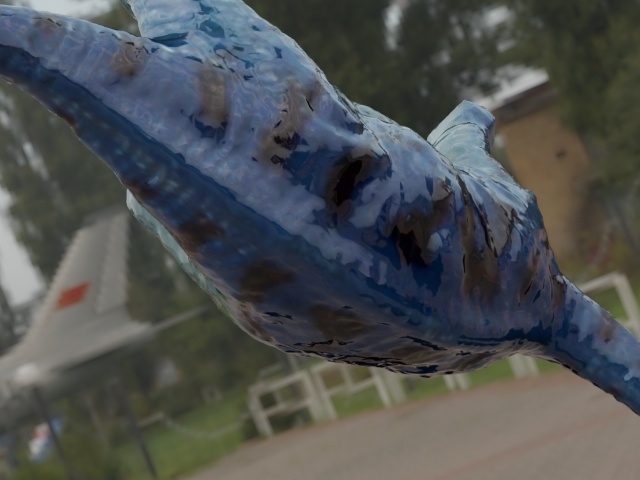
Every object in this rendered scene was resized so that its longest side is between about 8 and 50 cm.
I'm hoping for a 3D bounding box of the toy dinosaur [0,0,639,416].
[{"bbox_3d":[0.001,-0.007,0.456,0.076,0.329,0.144,-54,26,12],"label":"toy dinosaur"}]
